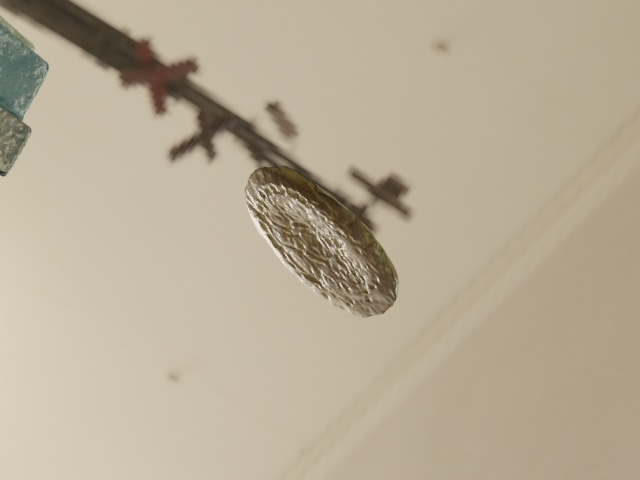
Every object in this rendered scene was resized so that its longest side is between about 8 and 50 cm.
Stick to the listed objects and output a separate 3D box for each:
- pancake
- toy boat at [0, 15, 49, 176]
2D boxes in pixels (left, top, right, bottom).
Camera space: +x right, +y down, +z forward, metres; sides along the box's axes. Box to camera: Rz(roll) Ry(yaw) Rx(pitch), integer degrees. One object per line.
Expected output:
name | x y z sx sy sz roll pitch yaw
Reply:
pancake | -0.001 0.001 0.994 0.011 0.115 0.115 -46 -176 -25
toy boat | -0.180 -0.033 0.777 0.059 0.069 0.173 22 -103 40
